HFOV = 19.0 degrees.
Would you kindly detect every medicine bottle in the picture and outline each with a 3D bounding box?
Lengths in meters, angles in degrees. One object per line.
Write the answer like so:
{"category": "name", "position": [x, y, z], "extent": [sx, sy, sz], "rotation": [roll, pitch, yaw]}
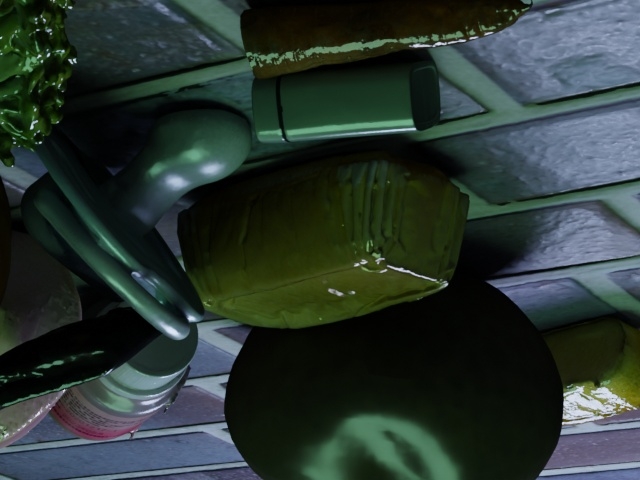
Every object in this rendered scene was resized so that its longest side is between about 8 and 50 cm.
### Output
{"category": "medicine bottle", "position": [-0.224, 0.136, 2.159], "extent": [0.147, 0.147, 0.247], "rotation": [12, 157, -19]}

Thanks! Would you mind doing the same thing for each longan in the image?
{"category": "longan", "position": [0.077, 0.159, 1.960], "extent": [0.350, 0.288, 0.288], "rotation": [1, 159, -5]}

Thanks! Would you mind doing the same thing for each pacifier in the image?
{"category": "pacifier", "position": [-0.143, -0.038, 1.700], "extent": [0.207, 0.227, 0.279], "rotation": [-40, 151, 2]}

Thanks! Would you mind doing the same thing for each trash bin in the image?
{"category": "trash bin", "position": [0.022, -0.112, 1.538], "extent": [0.130, 0.059, 0.116], "rotation": [-3, -172, 15]}

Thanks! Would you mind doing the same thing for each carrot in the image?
{"category": "carrot", "position": [0.053, -0.163, 1.466], "extent": [0.224, 0.057, 0.057], "rotation": [-6, 157, 13]}

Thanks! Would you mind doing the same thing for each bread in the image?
{"category": "bread", "position": [0.000, 0.000, 1.792], "extent": [0.152, 0.119, 0.288], "rotation": [19, 156, -40]}
{"category": "bread", "position": [0.273, 0.152, 2.168], "extent": [0.245, 0.102, 0.094], "rotation": [-18, 143, 42]}

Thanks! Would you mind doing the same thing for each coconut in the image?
{"category": "coconut", "position": [-0.362, 0.103, 1.990], "extent": [0.233, 0.233, 0.245], "rotation": [8, 162, -10]}

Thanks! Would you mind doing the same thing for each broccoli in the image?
{"category": "broccoli", "position": [-0.247, -0.136, 1.343], "extent": [0.180, 0.273, 0.242], "rotation": [-18, 142, -5]}

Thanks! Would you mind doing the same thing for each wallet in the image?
{"category": "wallet", "position": [-0.233, 0.101, 1.738], "extent": [0.170, 0.044, 0.321], "rotation": [-19, -175, 7]}

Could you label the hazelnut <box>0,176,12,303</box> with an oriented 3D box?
{"category": "hazelnut", "position": [-0.433, -0.012, 1.610], "extent": [0.372, 0.315, 0.372], "rotation": [1, 130, 1]}
